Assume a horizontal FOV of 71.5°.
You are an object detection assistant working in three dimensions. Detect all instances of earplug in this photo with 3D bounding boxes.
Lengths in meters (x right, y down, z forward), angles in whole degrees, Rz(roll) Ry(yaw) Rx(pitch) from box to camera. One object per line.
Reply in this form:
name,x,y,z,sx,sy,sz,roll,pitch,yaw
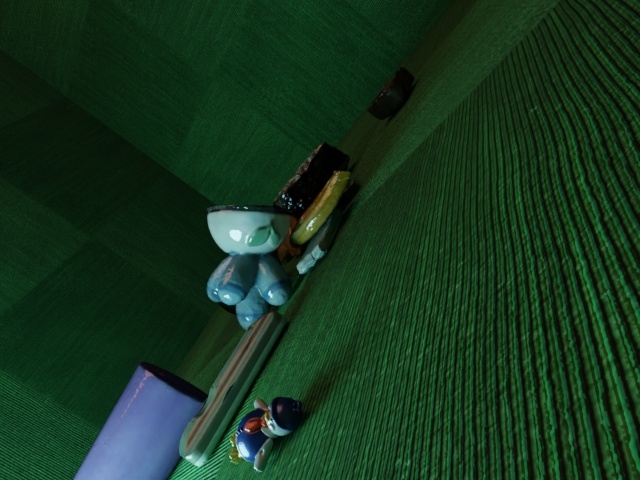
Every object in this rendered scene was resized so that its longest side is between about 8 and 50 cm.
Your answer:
earplug,-0.450,0.533,1.034,0.456,0.215,0.215,-61,11,-17

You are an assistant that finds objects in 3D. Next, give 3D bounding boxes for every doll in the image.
doll,-0.070,0.249,0.590,0.143,0.057,0.099,-42,34,28

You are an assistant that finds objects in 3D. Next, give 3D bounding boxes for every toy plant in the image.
toy plant,-0.189,0.076,1.197,0.247,0.246,0.333,167,104,-76

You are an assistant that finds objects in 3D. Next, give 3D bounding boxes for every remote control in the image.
remote control,-0.186,0.299,0.943,0.336,0.065,0.128,-60,13,-29

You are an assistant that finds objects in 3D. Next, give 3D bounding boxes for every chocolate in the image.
chocolate,0.269,-0.543,1.661,0.148,0.093,0.214,-45,12,49

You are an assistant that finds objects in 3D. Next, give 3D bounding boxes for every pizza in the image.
pizza,-0.003,-0.083,1.211,0.271,0.056,0.134,-55,10,16

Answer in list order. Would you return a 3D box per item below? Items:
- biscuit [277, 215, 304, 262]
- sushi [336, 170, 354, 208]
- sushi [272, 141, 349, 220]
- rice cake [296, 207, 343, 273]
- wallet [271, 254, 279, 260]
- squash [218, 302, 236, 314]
biscuit,-0.109,-0.010,1.551,0.299,0.045,0.155,156,112,-71
sushi,0.034,-0.108,1.400,0.220,0.047,0.231,-47,14,9
sushi,-0.028,-0.209,1.685,0.350,0.170,0.211,-57,12,-27
rice cake,0.000,0.000,1.188,0.124,0.038,0.211,-46,11,40
wallet,-0.185,0.033,1.816,0.336,0.068,0.275,-56,1,-16
squash,-0.226,0.133,1.387,0.218,0.218,0.172,-52,48,12
